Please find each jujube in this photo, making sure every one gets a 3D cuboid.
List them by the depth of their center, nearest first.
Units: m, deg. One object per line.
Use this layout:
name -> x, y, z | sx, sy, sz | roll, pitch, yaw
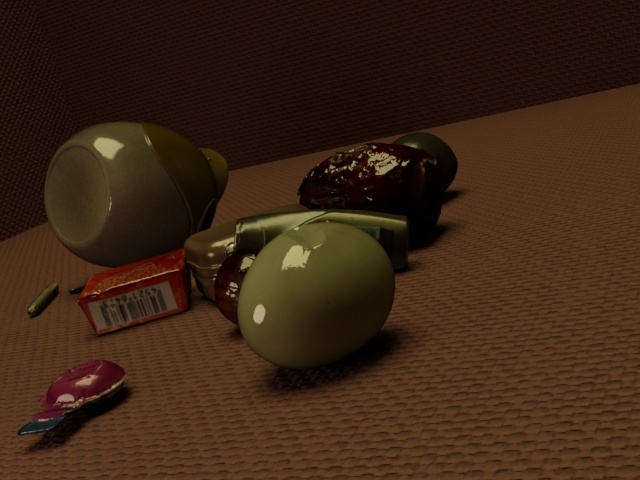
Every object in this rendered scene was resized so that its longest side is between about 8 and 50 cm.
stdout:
jujube -> 0.121, -0.105, 2.028 | 0.258, 0.259, 0.376 | -25, 22, -36

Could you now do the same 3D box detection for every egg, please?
egg -> -0.006, 0.084, 1.378 | 0.269, 0.219, 0.219 | -24, 15, -35

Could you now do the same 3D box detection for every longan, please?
longan -> 0.251, -0.188, 2.320 | 0.196, 0.197, 0.220 | -5, 22, 39

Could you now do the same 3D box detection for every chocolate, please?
chocolate -> -0.407, 0.113, 2.002 | 0.237, 0.108, 0.235 | -18, 13, -3

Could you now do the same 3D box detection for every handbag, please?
handbag -> -0.132, 0.029, 1.943 | 0.301, 0.149, 0.283 | -17, 10, -15

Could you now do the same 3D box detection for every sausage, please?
sausage -> -0.746, 0.156, 2.386 | 0.032, 0.033, 0.269 | -15, 12, 0

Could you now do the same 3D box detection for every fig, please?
fig -> -0.114, 0.084, 1.649 | 0.202, 0.149, 0.148 | -21, 46, 50

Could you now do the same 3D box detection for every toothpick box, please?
toothpick box -> -0.492, -0.118, 2.425 | 0.408, 0.409, 0.425 | -5, -1, 38

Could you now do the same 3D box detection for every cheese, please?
cheese -> -0.405, 0.259, 1.461 | 0.155, 0.062, 0.244 | -13, 14, 17

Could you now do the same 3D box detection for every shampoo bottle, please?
shampoo bottle -> 0.000, 0.000, 1.779 | 0.349, 0.126, 0.084 | 1, 14, -1

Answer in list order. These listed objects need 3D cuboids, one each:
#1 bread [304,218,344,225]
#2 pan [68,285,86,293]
bread -> 0.013, 0.038, 1.685 | 0.160, 0.161, 0.073 | -8, 30, 30
pan -> -0.587, 0.115, 2.384 | 0.235, 0.028, 0.136 | -10, 13, 25
